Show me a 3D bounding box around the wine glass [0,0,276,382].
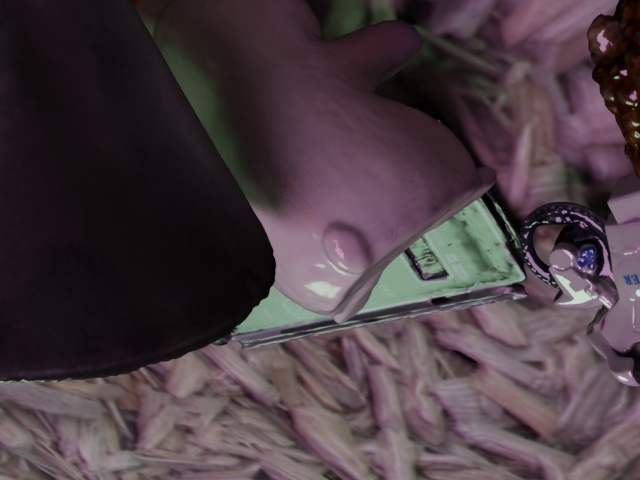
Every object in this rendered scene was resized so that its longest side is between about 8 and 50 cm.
[{"bbox_3d":[-0.132,-0.175,0.542,0.267,0.267,0.406,13,117,13],"label":"wine glass"}]

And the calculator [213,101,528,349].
[{"bbox_3d":[0.000,0.000,0.902,0.274,0.028,0.166,-14,125,34],"label":"calculator"}]

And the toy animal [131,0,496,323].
[{"bbox_3d":[-0.024,-0.091,0.764,0.140,0.138,0.282,-43,65,25],"label":"toy animal"}]

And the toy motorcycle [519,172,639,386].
[{"bbox_3d":[0.232,0.018,0.768,0.221,0.102,0.150,-19,110,37],"label":"toy motorcycle"}]

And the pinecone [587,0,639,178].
[{"bbox_3d":[0.212,-0.091,0.636,0.173,0.174,0.174,13,136,13],"label":"pinecone"}]
